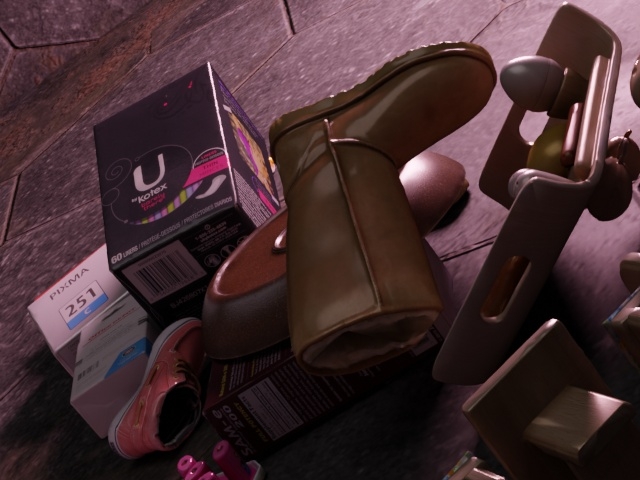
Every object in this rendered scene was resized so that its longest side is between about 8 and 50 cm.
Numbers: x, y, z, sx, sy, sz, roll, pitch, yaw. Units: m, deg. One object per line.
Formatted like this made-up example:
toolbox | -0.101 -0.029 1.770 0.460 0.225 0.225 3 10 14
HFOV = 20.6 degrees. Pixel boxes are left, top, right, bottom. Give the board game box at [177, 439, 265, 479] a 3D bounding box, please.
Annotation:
board game box | -0.262 0.365 1.553 0.390 0.050 0.390 -24 24 33

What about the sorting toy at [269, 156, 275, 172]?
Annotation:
sorting toy | -0.106 -0.112 2.278 0.083 0.075 0.045 -22 25 35

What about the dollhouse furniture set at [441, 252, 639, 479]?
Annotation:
dollhouse furniture set | 0.163 0.155 1.013 0.212 0.242 0.161 -43 21 -15

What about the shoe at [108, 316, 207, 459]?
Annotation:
shoe | -0.145 0.149 1.809 0.081 0.063 0.178 -13 37 46

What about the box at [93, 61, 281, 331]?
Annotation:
box | -0.145 -0.045 1.979 0.165 0.143 0.270 -28 40 11

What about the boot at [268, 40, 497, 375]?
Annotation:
boot | 0.071 -0.029 1.542 0.236 0.089 0.269 -26 45 14

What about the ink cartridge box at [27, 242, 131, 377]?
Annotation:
ink cartridge box | -0.230 0.014 2.175 0.296 0.066 0.261 -39 30 -4

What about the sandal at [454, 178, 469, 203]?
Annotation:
sandal | 0.077 -0.044 1.862 0.180 0.049 0.072 -19 27 42

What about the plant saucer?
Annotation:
plant saucer | 0.000 0.000 1.715 0.310 0.050 0.310 -33 15 10

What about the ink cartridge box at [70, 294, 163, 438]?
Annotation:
ink cartridge box | -0.216 0.131 1.960 0.104 0.060 0.180 -35 21 11

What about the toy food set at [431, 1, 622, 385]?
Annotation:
toy food set | 0.164 -0.045 1.500 0.306 0.092 0.220 -68 0 -54

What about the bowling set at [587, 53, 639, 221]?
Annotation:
bowling set | 0.349 -0.126 1.476 0.154 0.200 0.287 -58 -11 -65

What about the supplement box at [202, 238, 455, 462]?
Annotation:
supplement box | 0.009 0.096 1.640 0.239 0.073 0.130 -32 19 15
